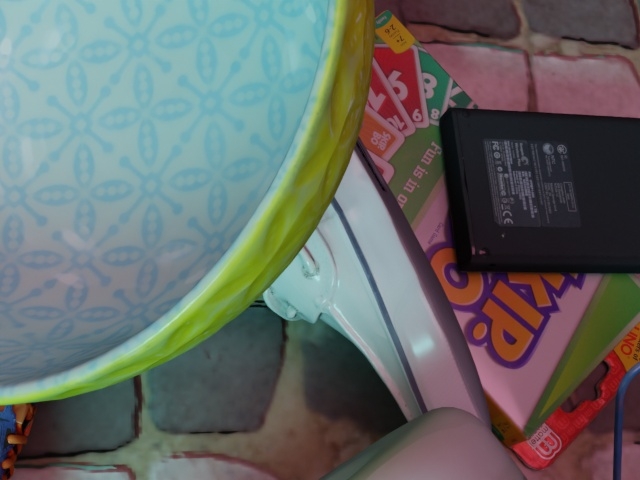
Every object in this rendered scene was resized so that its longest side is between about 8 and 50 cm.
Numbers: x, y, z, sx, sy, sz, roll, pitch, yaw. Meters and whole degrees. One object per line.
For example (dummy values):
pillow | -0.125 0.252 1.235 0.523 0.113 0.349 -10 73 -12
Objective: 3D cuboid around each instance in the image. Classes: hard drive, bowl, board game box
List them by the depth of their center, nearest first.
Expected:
bowl | -0.092 -0.069 0.525 0.289 0.156 0.289 -5 78 24
hard drive | 0.139 -0.028 0.685 0.135 0.022 0.094 1 69 -18
board game box | 0.080 -0.002 0.690 0.124 0.039 0.259 -41 89 -23

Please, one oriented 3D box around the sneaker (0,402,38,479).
sneaker | -0.161 0.071 0.573 0.087 0.083 0.221 -4 74 -19

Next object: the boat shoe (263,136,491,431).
boat shoe | 0.000 0.000 0.619 0.084 0.095 0.258 -30 76 9

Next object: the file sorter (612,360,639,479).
file sorter | 0.242 0.128 0.602 0.118 0.170 0.104 -17 119 -20

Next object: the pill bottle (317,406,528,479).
pill bottle | 0.085 0.293 0.483 0.229 0.229 0.407 -32 82 -23
